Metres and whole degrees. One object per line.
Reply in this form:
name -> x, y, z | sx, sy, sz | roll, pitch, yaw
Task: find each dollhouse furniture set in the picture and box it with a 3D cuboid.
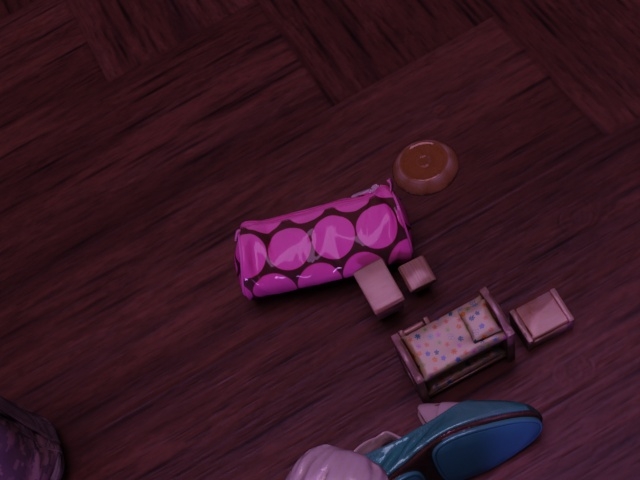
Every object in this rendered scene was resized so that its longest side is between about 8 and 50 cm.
dollhouse furniture set -> 0.148, 0.053, 1.002 | 0.181, 0.101, 0.161 | -28, 64, -2

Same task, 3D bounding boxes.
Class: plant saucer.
plant saucer -> 0.128, -0.094, 1.162 | 0.083, 0.015, 0.083 | -7, 58, 12

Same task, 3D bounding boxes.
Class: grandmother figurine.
grandmother figurine -> 0.043, 0.253, 0.778 | 0.207, 0.342, 0.104 | -9, 58, 10

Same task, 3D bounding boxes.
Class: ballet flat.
ballet flat -> 0.099, 0.210, 0.950 | 0.247, 0.083, 0.087 | -29, 42, -4

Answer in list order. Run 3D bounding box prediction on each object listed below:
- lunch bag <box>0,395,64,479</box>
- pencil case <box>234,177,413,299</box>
lunch bag -> -0.432, 0.224, 0.958 | 0.256, 0.305, 0.213 | -33, 57, -4
pencil case -> 0.000, 0.000, 1.095 | 0.209, 0.098, 0.095 | -15, 14, 4
